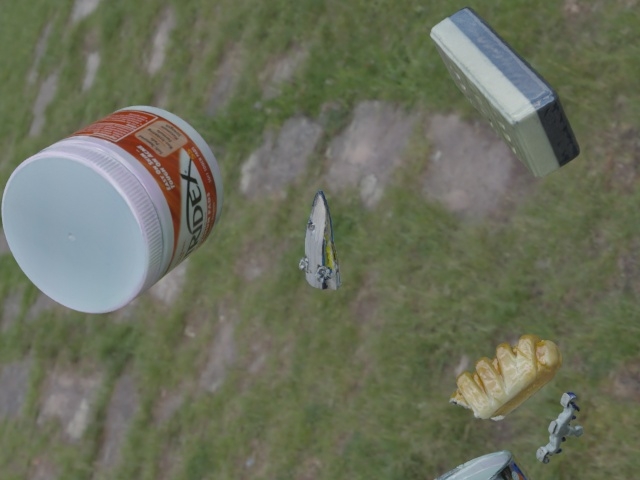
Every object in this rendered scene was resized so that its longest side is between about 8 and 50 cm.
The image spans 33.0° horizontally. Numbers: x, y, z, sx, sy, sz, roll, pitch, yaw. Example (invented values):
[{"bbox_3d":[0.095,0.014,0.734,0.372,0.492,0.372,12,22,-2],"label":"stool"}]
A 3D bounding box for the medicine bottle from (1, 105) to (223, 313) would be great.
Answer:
[{"bbox_3d":[-0.303,-0.051,1.613,0.252,0.252,0.241,-49,-3,34],"label":"medicine bottle"}]

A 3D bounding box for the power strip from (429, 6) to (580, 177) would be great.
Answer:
[{"bbox_3d":[0.214,-0.183,1.293,0.070,0.105,0.257,-31,40,4],"label":"power strip"}]

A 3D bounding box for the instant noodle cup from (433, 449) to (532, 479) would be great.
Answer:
[{"bbox_3d":[0.287,0.516,1.885,0.296,0.296,0.214,-31,88,49],"label":"instant noodle cup"}]

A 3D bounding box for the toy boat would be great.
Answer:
[{"bbox_3d":[0.000,0.000,2.035,0.084,0.066,0.210,32,132,44],"label":"toy boat"}]

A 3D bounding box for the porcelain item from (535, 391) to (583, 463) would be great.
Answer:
[{"bbox_3d":[0.432,0.331,1.890,0.021,0.075,0.136,40,112,57],"label":"porcelain item"}]

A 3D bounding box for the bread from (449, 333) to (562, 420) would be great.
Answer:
[{"bbox_3d":[0.277,0.204,1.608,0.177,0.119,0.084,-37,63,10],"label":"bread"}]
